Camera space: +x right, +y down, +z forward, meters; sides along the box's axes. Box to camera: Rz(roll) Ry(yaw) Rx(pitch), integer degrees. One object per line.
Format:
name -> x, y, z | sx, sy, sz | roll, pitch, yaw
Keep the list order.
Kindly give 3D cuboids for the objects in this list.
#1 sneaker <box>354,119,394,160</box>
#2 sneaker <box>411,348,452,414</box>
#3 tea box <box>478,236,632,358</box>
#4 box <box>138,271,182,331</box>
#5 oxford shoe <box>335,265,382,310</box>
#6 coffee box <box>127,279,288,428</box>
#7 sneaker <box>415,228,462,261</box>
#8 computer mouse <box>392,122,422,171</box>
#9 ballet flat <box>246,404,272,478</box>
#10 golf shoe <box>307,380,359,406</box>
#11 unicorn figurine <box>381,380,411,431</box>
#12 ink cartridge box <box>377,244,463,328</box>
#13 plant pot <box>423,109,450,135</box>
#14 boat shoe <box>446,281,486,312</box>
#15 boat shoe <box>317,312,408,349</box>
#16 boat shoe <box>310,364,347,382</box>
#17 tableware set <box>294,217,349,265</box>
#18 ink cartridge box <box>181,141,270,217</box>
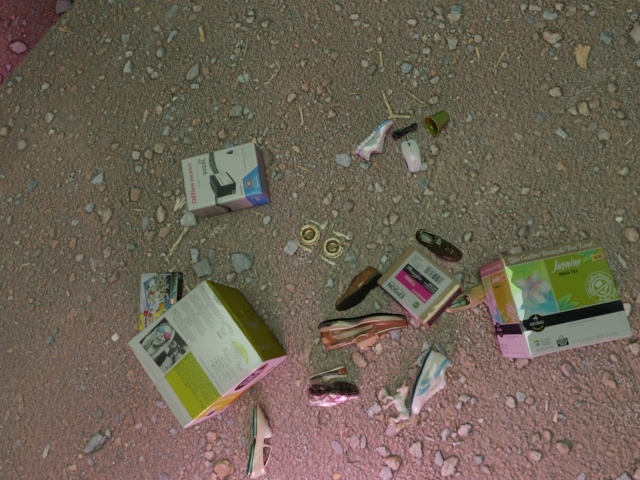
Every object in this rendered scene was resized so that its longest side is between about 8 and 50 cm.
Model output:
sneaker -> 0.229, -0.392, 1.751 | 0.083, 0.071, 0.191 | 45, 97, 8
sneaker -> 0.380, 0.500, 1.540 | 0.092, 0.087, 0.229 | 23, 85, 10
tea box -> 0.749, 0.191, 1.455 | 0.328, 0.220, 0.324 | -12, 77, -2
box -> -0.637, 0.245, 1.768 | 0.159, 0.044, 0.233 | -2, 79, 8
oxford shoe -> 0.133, 0.181, 1.660 | 0.212, 0.076, 0.076 | -42, 46, 2
coffee box -> -0.369, 0.382, 1.549 | 0.334, 0.337, 0.338 | -40, 76, 0
sneaker -> 0.434, 0.020, 1.631 | 0.188, 0.071, 0.066 | 29, 85, 13
computer mouse -> 0.352, -0.362, 1.732 | 0.106, 0.042, 0.193 | -16, 77, 5
ballet flat -> -0.214, 0.723, 1.602 | 0.086, 0.086, 0.249 | 4, 81, 10
golf shoe -> 0.047, 0.558, 1.600 | 0.186, 0.067, 0.086 | -1, 121, -3
unicorn figurine -> 0.273, 0.577, 1.562 | 0.111, 0.060, 0.162 | -22, 93, 4
ink cartridge box -> 0.352, 0.162, 1.581 | 0.193, 0.088, 0.234 | -47, 61, -3
plant pot -> 0.459, -0.464, 1.724 | 0.079, 0.083, 0.083 | -35, 76, -12
boat shoe -> 0.532, 0.206, 1.579 | 0.190, 0.072, 0.068 | -31, 76, 2
boat shoe -> 0.155, 0.332, 1.600 | 0.324, 0.122, 0.120 | -10, 83, 15
boat shoe -> 0.029, 0.494, 1.617 | 0.137, 0.049, 0.043 | -17, 79, 1
tableware set -> 0.000, 0.000, 1.719 | 0.194, 0.039, 0.128 | 28, 85, 13
ink cartridge box -> -0.379, -0.239, 1.778 | 0.307, 0.129, 0.223 | -13, 78, 6
